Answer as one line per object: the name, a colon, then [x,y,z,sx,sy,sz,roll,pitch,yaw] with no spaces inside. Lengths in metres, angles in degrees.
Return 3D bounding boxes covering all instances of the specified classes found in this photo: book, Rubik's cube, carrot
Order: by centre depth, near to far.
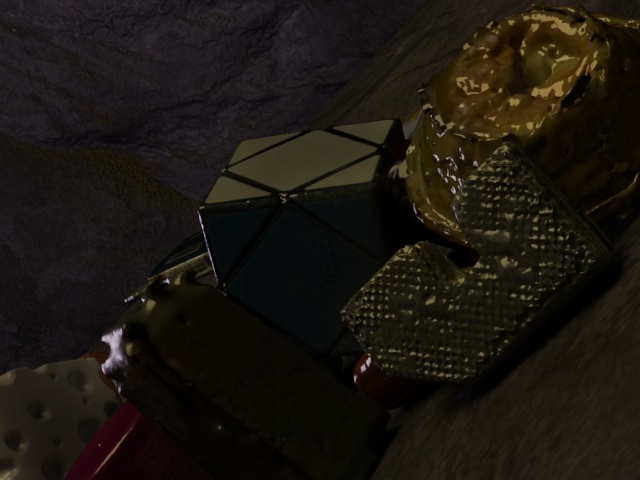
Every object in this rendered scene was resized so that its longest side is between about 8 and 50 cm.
carrot: [0.104,0.093,1.518,0.193,0.087,0.087,-38,15,41]
Rubik's cube: [0.000,0.000,1.757,0.205,0.205,0.207,-7,25,14]
book: [-0.020,-0.049,2.161,0.428,0.039,0.300,-24,7,9]

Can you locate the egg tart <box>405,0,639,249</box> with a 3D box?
egg tart: [0.205,-0.131,1.491,0.315,0.120,0.315,-19,42,18]

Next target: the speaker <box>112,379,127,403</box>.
speaker: [-0.177,0.175,2.182,0.184,0.183,0.406,-56,10,-4]

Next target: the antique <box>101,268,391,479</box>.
antique: [-0.084,0.153,1.537,0.125,0.284,0.150,-56,13,-31]

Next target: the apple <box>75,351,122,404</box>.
apple: [-0.368,0.290,2.548,0.211,0.188,0.211,-44,9,9]

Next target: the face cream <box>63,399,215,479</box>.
face cream: [-0.162,0.277,1.672,0.175,0.195,0.175,-49,11,12]

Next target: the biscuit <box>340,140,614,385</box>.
biscuit: [0.134,0.040,1.404,0.250,0.147,0.046,-46,-21,27]

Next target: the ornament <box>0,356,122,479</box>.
ornament: [-0.396,0.329,2.089,0.240,0.239,0.239,-6,-35,-50]

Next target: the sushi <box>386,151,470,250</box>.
sushi: [0.179,-0.087,1.647,0.127,0.124,0.225,26,61,41]

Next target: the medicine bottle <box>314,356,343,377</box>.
medicine bottle: [-0.056,0.189,1.801,0.103,0.103,0.186,-37,16,52]

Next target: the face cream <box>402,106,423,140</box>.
face cream: [0.176,-0.188,2.311,0.198,0.057,0.084,-40,3,39]
